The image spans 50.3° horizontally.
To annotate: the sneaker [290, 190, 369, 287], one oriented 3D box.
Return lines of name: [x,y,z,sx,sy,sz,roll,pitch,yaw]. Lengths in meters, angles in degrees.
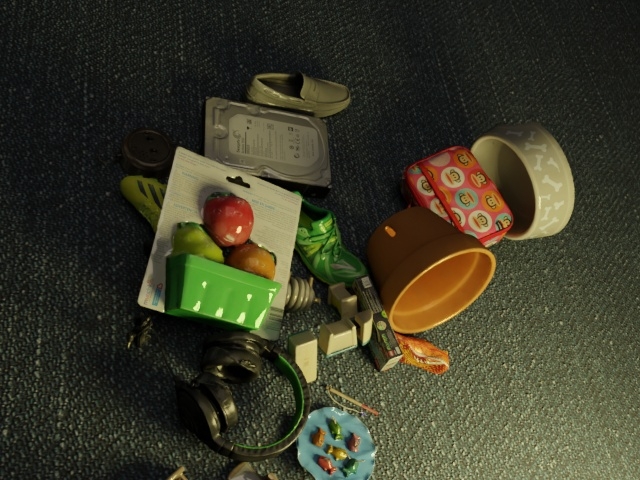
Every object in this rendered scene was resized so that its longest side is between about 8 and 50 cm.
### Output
sneaker: [0.000,0.000,1.654,0.295,0.123,0.109,43,53,4]

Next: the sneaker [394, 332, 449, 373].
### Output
sneaker: [0.228,0.264,1.645,0.175,0.064,0.067,28,33,-12]

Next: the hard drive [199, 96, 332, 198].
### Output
hard drive: [-0.141,-0.243,1.779,0.339,0.064,0.236,8,58,-18]

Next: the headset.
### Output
headset: [-0.200,0.271,1.362,0.394,0.185,0.243,28,53,-2]

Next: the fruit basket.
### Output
fruit basket: [-0.207,0.013,1.479,0.327,0.165,0.352,20,63,-30]

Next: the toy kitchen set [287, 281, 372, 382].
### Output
toy kitchen set: [-0.001,0.207,1.557,0.207,0.122,0.166,-15,37,-24]

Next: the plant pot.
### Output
plant pot: [0.242,0.057,1.651,0.291,0.290,0.203,-11,49,-29]

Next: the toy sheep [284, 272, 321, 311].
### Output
toy sheep: [-0.056,0.124,1.580,0.132,0.091,0.091,14,56,-22]

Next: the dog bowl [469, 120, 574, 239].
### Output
dog bowl: [0.529,-0.159,1.862,0.102,0.348,0.348,-21,70,-18]

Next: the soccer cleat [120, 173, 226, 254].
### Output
soccer cleat: [-0.346,-0.042,1.547,0.289,0.093,0.121,36,55,0]

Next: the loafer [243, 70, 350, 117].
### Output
loafer: [-0.054,-0.410,1.887,0.320,0.111,0.112,-7,64,-27]

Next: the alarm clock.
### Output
alarm clock: [-0.432,-0.208,1.633,0.192,0.064,0.129,-11,66,-25]

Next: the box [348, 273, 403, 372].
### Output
box: [0.125,0.195,1.595,0.036,0.114,0.206,-16,67,-16]

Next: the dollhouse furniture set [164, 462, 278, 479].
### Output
dollhouse furniture set: [-0.171,0.458,1.189,0.198,0.303,0.286,47,54,7]

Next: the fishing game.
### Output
fishing game: [0.037,0.432,1.442,0.189,0.041,0.264,29,44,-5]

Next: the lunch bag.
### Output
lunch bag: [0.349,-0.095,1.862,0.258,0.120,0.293,-23,70,-15]

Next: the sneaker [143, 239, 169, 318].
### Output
sneaker: [-0.356,0.083,1.491,0.089,0.051,0.170,-34,84,-38]
